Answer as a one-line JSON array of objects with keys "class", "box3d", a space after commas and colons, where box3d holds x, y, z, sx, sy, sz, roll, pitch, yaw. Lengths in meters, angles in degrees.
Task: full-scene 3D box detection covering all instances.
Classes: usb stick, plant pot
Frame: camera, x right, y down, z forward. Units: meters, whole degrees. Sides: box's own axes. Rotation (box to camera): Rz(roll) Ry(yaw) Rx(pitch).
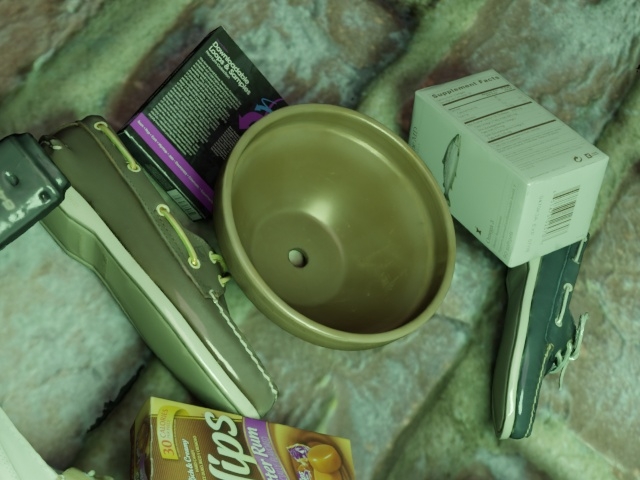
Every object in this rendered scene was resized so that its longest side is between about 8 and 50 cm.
[{"class": "usb stick", "box3d": [-0.330, 0.017, 0.874, 0.278, 0.045, 0.077, -39, 80, -9]}, {"class": "plant pot", "box3d": [0.000, 0.000, 1.015, 0.237, 0.110, 0.237, 12, 61, -23]}]

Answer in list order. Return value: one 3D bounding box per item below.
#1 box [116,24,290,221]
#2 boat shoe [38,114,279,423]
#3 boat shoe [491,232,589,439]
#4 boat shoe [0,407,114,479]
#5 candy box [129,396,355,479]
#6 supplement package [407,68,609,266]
[{"class": "box", "box3d": [-0.109, -0.115, 1.053, 0.116, 0.029, 0.162, 49, 59, -21]}, {"class": "boat shoe", "box3d": [-0.139, 0.025, 0.958, 0.096, 0.116, 0.324, -38, 80, -26]}, {"class": "boat shoe", "box3d": [0.224, 0.086, 1.087, 0.079, 0.095, 0.255, 17, 55, -2]}, {"class": "boat shoe", "box3d": [-0.205, 0.230, 0.856, 0.103, 0.113, 0.302, -30, 93, -30]}, {"class": "candy box", "box3d": [-0.060, 0.200, 0.872, 0.186, 0.053, 0.109, 15, 39, -23]}, {"class": "supplement package", "box3d": [0.180, -0.076, 1.084, 0.105, 0.105, 0.179, -20, 45, -26]}]
